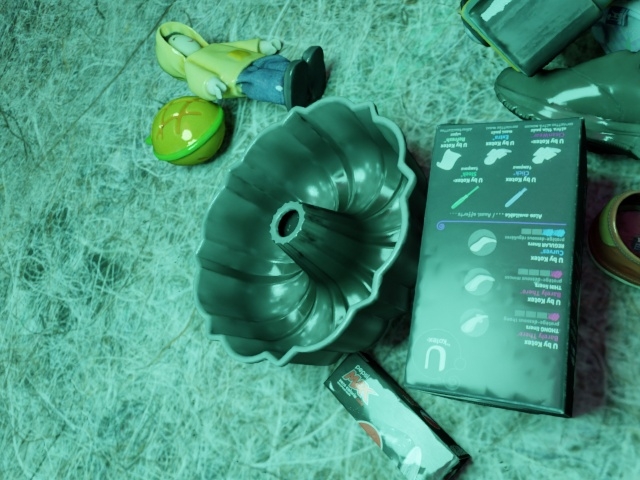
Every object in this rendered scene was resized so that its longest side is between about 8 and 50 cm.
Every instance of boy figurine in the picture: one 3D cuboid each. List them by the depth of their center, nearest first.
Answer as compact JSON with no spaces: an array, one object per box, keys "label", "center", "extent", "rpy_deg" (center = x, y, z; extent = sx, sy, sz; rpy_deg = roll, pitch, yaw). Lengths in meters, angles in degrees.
[{"label":"boy figurine","center":[-0.131,-0.272,0.883],"extent":[0.285,0.092,0.177],"rpy_deg":[22,48,25]}]

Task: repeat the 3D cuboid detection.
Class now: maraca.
[{"label":"maraca","center":[-0.216,-0.176,0.910],"extent":[0.127,0.099,0.186],"rpy_deg":[-42,37,-13]}]

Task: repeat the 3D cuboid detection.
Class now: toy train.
[{"label":"toy train","center":[0.280,-0.311,0.571],"extent":[0.334,0.142,0.190],"rpy_deg":[-40,20,32]}]

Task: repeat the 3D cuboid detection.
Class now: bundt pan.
[{"label":"bundt pan","center":[0.000,0.000,0.696],"extent":[0.331,0.124,0.330],"rpy_deg":[-21,56,34]}]

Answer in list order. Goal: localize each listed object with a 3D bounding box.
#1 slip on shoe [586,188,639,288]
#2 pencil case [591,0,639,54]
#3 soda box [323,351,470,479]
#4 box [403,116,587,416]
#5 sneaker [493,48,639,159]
[{"label":"slip on shoe","center":[0.417,0.024,0.520],"extent":[0.331,0.101,0.123],"rpy_deg":[18,80,29]},{"label":"pencil case","center":[0.428,-0.303,0.621],"extent":[0.273,0.113,0.124],"rpy_deg":[-46,33,6]},{"label":"soda box","center":[0.083,0.203,0.653],"extent":[0.060,0.053,0.169],"rpy_deg":[-50,58,3]},{"label":"box","center":[0.189,0.032,0.592],"extent":[0.143,0.165,0.270],"rpy_deg":[2,74,27]},{"label":"sneaker","center":[0.318,-0.148,0.598],"extent":[0.286,0.109,0.130],"rpy_deg":[32,106,39]}]
